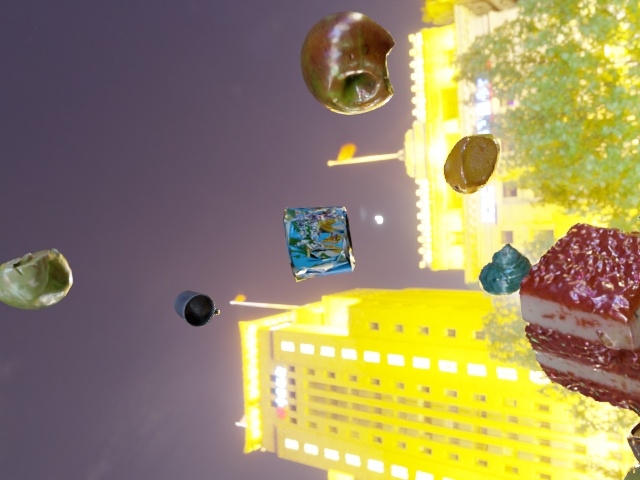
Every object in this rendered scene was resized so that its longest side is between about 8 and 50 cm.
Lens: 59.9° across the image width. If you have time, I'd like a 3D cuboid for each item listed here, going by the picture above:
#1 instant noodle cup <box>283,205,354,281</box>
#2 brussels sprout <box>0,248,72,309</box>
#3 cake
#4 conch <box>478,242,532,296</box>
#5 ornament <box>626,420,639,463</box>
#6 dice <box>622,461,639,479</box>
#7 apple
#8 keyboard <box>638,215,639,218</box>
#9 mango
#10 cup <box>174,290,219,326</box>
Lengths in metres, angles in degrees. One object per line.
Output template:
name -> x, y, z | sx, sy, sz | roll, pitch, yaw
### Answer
instant noodle cup -> 0.000, 0.000, 1.645 | 0.240, 0.178, 0.240 | -9, -90, -85
brussels sprout -> -0.607, 0.089, 1.178 | 0.149, 0.151, 0.122 | -28, -79, -26
cake -> 0.615, 0.159, 1.184 | 0.269, 0.270, 0.319 | -43, -60, -22
conch -> 0.597, 0.098, 1.804 | 0.196, 0.134, 0.202 | -78, 8, -51
ornament -> 0.781, 0.480, 1.159 | 0.235, 0.221, 0.218 | -18, -104, -31
dice -> 0.605, 0.426, 0.802 | 0.238, 0.233, 0.227 | 104, 159, -66
apple -> 0.074, -0.447, 1.378 | 0.246, 0.246, 0.226 | 43, -148, -46
keyboard -> 0.890, -0.028, 1.485 | 0.317, 0.027, 0.106 | 3, -121, -58
mango -> 0.370, -0.194, 1.353 | 0.217, 0.102, 0.141 | -39, -65, -37
cup -> -0.292, 0.160, 1.323 | 0.100, 0.077, 0.078 | 17, -94, -35
